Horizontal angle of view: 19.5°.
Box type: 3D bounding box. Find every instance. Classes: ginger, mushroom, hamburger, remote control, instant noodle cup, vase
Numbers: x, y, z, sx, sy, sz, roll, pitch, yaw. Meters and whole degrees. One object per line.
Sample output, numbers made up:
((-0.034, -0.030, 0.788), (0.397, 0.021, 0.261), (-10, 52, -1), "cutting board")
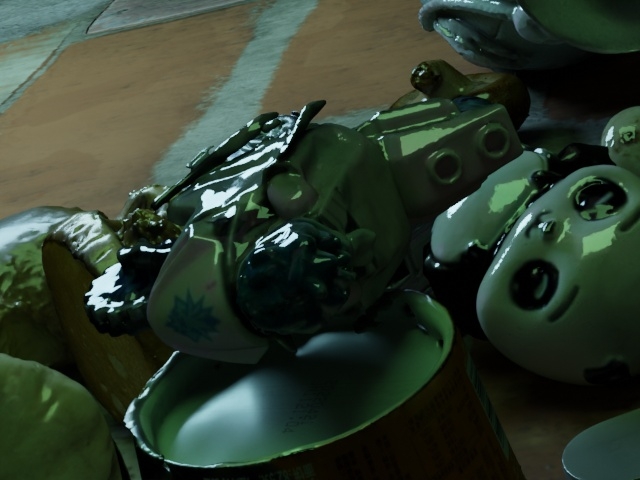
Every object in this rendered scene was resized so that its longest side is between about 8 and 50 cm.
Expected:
((-0.266, 0.063, 1.430), (0.270, 0.123, 0.219), (-24, 26, -15), "ginger")
((0.118, -0.110, 1.611), (0.126, 0.085, 0.109), (-8, -11, 27), "mushroom")
((-0.104, 0.045, 1.268), (0.118, 0.191, 0.182), (-35, 57, -20), "hamburger")
((0.259, 0.101, 1.094), (0.245, 0.022, 0.077), (-18, 21, -4), "remote control")
((0.010, 0.144, 0.966), (0.230, 0.182, 0.230), (-15, 23, 7), "instant noodle cup")
((-0.192, 0.135, 1.172), (0.154, 0.154, 0.122), (-5, 32, 27), "mushroom")
((0.206, -0.257, 1.618), (0.250, 0.250, 0.445), (-19, 8, -4), "vase")
((0.244, -0.057, 1.426), (0.085, 0.085, 0.079), (-41, -2, -45), "mushroom")

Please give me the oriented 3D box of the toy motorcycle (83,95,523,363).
((0.003, -0.001, 0.936), (0.239, 0.108, 0.204), (-42, 17, -3), "toy motorcycle")

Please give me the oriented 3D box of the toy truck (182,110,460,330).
((0.000, 0.000, 1.388), (0.155, 0.124, 0.268), (-36, 30, -28), "toy truck")

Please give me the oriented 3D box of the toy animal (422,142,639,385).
((0.166, 0.009, 1.213), (0.166, 0.138, 0.179), (-52, 25, -2), "toy animal")
